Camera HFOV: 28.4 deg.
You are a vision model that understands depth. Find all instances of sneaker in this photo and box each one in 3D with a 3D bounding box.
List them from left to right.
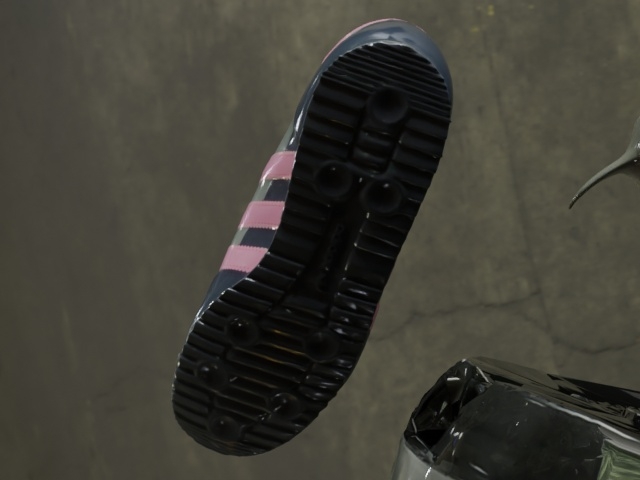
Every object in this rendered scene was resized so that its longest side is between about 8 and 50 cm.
[{"bbox_3d":[0.000,0.000,0.840,0.319,0.112,0.131,-60,6,24],"label":"sneaker"}]

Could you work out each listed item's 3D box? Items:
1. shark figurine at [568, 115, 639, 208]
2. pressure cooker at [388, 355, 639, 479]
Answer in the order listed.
[{"bbox_3d":[0.225,-0.030,0.852,0.166,0.116,0.278,58,177,28],"label":"shark figurine"},{"bbox_3d":[0.159,0.290,0.523,0.375,0.370,0.420,-166,94,-75],"label":"pressure cooker"}]
